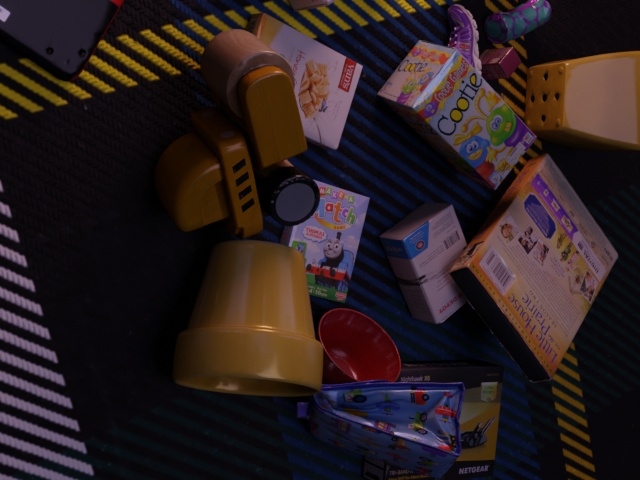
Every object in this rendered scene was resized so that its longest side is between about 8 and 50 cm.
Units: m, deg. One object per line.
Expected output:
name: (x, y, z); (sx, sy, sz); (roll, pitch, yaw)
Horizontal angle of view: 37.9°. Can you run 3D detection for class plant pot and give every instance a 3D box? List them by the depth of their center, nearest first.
plant pot: (-0.115, 0.134, 1.594); (0.254, 0.254, 0.239); (16, 70, -35)
plant pot: (0.567, -0.306, 2.037); (0.187, 0.212, 0.212); (0, 95, -23)

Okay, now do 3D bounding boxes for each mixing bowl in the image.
mixing bowl: (0.052, 0.229, 1.772); (0.181, 0.181, 0.098); (8, 134, -35)

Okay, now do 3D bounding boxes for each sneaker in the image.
sneaker: (0.284, -0.398, 1.909); (0.071, 0.068, 0.170); (-14, 99, -18)

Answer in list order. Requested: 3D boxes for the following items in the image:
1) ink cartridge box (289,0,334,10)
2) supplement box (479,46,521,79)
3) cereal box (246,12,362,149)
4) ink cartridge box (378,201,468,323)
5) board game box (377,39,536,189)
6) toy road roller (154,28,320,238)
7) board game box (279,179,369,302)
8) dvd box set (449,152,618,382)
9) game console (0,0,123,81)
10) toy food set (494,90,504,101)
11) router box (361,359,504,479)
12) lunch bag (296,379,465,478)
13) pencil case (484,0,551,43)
ink cartridge box: (0.031, -0.576, 1.680); (0.283, 0.117, 0.207); (-41, 116, -25)
supplement box: (0.370, -0.371, 1.957); (0.055, 0.083, 0.043); (-49, 119, -19)
cereal box: (-0.045, -0.286, 1.701); (0.240, 0.047, 0.173); (20, 85, -34)
ink cartridge box: (0.227, 0.045, 1.901); (0.148, 0.086, 0.203); (-34, 114, -28)
board game box: (0.272, -0.248, 1.851); (0.275, 0.144, 0.142); (39, 89, -31)
toy road roller: (-0.158, -0.154, 1.524); (0.240, 0.202, 0.329); (-21, 125, -17)
board game box: (0.000, 0.000, 1.769); (0.160, 0.039, 0.211); (15, 85, -34)
dvd box set: (0.467, 0.049, 1.981); (0.307, 0.062, 0.420); (51, 51, -13)
game console: (-0.450, -0.482, 1.405); (0.386, 0.060, 0.342); (34, 81, -32)
toy food set: (0.342, -0.287, 1.987); (0.122, 0.019, 0.078); (11, 89, -39)
router box: (0.240, 0.377, 1.949); (0.309, 0.081, 0.243); (3, 93, -35)
lunch bag: (0.100, 0.338, 1.711); (0.293, 0.221, 0.138); (7, 65, 1)
pencil case: (0.425, -0.474, 1.995); (0.151, 0.064, 0.070); (-29, 135, -29)
